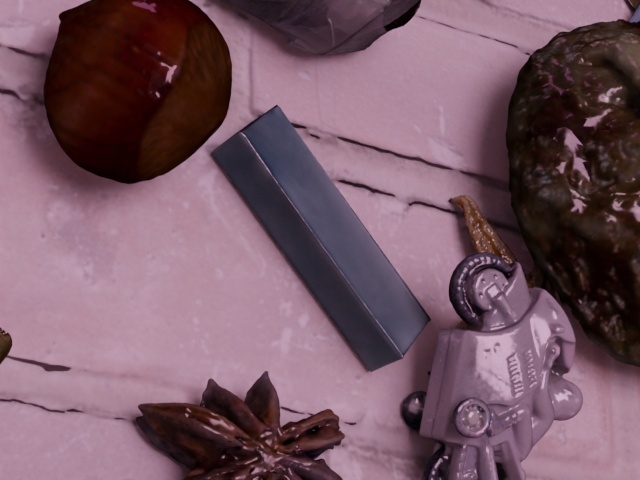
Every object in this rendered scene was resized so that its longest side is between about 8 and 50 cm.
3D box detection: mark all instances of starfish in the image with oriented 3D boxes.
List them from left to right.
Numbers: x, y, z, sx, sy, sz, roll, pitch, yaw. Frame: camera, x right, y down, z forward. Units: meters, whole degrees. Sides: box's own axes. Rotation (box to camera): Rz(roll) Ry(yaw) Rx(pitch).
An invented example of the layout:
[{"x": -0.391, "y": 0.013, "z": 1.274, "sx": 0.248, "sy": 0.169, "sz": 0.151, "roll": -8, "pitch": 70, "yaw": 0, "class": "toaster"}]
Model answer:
[{"x": 0.185, "y": 0.080, "z": 1.834, "sx": 0.138, "sy": 0.050, "sz": 0.247, "roll": 23, "pitch": 57, "yaw": -25, "class": "starfish"}]

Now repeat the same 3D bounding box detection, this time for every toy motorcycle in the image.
[{"x": 0.183, "y": 0.147, "z": 1.738, "sx": 0.171, "sy": 0.110, "sz": 0.260, "roll": 11, "pitch": 84, "yaw": -23, "class": "toy motorcycle"}]

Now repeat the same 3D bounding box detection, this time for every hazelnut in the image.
[{"x": -0.162, "y": -0.145, "z": 1.624, "sx": 0.201, "sy": 0.160, "sz": 0.170, "roll": -48, "pitch": 119, "yaw": -75, "class": "hazelnut"}]

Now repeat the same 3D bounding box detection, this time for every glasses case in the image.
[{"x": 0.000, "y": 0.000, "z": 1.741, "sx": 0.266, "sy": 0.056, "sz": 0.105, "roll": 55, "pitch": 27, "yaw": -5, "class": "glasses case"}]

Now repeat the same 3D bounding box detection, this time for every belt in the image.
[{"x": -0.015, "y": -0.312, "z": 1.772, "sx": 0.289, "sy": 0.164, "sz": 0.184, "roll": 34, "pitch": 47, "yaw": -20, "class": "belt"}]

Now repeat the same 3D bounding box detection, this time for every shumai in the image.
[{"x": 0.418, "y": -0.068, "z": 1.857, "sx": 0.395, "sy": 0.348, "sz": 0.395, "roll": 15, "pitch": 68, "yaw": -40, "class": "shumai"}]

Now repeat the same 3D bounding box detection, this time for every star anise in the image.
[{"x": -0.056, "y": 0.211, "z": 1.591, "sx": 0.236, "sy": 0.093, "sz": 0.229, "roll": -35, "pitch": 88, "yaw": -43, "class": "star anise"}]

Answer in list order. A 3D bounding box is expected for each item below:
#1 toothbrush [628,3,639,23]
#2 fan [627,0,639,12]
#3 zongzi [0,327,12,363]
[{"x": 0.363, "y": -0.246, "z": 2.097, "sx": 0.016, "sy": 0.019, "sz": 0.219, "roll": 43, "pitch": 57, "yaw": -11, "class": "toothbrush"}, {"x": 0.423, "y": -0.275, "z": 2.166, "sx": 0.152, "sy": 0.008, "sz": 0.226, "roll": 4, "pitch": 69, "yaw": -34, "class": "fan"}, {"x": -0.309, "y": 0.089, "z": 1.494, "sx": 0.083, "sy": 0.040, "sz": 0.076, "roll": 33, "pitch": 47, "yaw": 0, "class": "zongzi"}]
